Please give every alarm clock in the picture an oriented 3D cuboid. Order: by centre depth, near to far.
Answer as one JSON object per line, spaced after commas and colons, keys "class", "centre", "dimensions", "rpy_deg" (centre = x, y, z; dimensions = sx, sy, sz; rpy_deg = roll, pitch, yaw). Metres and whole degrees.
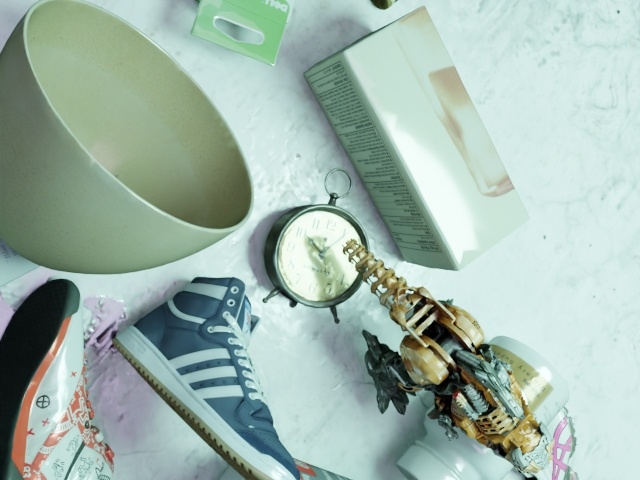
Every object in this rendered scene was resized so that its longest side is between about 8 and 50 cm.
{"class": "alarm clock", "centre": [0.000, 0.000, 0.926], "dimensions": [0.129, 0.064, 0.192], "rpy_deg": [19, 88, -21]}

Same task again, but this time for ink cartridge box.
{"class": "ink cartridge box", "centre": [-0.083, -0.322, 0.883], "dimensions": [0.109, 0.062, 0.209], "rpy_deg": [18, 86, -21]}

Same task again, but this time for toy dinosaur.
{"class": "toy dinosaur", "centre": [0.149, 0.128, 0.864], "dimensions": [0.164, 0.218, 0.322], "rpy_deg": [-19, 88, -11]}

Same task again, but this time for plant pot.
{"class": "plant pot", "centre": [-0.234, -0.074, 0.748], "dimensions": [0.191, 0.284, 0.284], "rpy_deg": [-37, 107, 21]}

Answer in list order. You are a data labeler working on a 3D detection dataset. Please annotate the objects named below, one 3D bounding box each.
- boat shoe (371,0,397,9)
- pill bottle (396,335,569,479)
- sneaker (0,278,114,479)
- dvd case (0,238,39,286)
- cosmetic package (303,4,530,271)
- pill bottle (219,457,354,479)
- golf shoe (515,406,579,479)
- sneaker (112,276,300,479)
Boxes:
{"class": "boat shoe", "centre": [0.065, -0.379, 0.947], "dimensions": [0.049, 0.056, 0.152], "rpy_deg": [-36, 113, -21]}
{"class": "pill bottle", "centre": [0.215, 0.251, 0.982], "dimensions": [0.229, 0.131, 0.131], "rpy_deg": [-44, 106, -14]}
{"class": "sneaker", "centre": [-0.291, 0.189, 0.812], "dimensions": [0.145, 0.090, 0.270], "rpy_deg": [47, 42, -50]}
{"class": "dvd case", "centre": [-0.404, -0.008, 0.705], "dimensions": [0.180, 0.022, 0.253], "rpy_deg": [67, 29, -11]}
{"class": "cosmetic package", "centre": [0.120, -0.122, 0.923], "dimensions": [0.129, 0.153, 0.296], "rpy_deg": [-33, 104, -16]}
{"class": "pill bottle", "centre": [0.043, 0.405, 0.880], "dimensions": [0.363, 0.210, 0.210], "rpy_deg": [26, 83, -21]}
{"class": "golf shoe", "centre": [0.325, 0.309, 1.061], "dimensions": [0.086, 0.067, 0.186], "rpy_deg": [-10, 96, -19]}
{"class": "sneaker", "centre": [-0.093, 0.146, 0.811], "dimensions": [0.153, 0.282, 0.099], "rpy_deg": [-43, 149, -21]}
